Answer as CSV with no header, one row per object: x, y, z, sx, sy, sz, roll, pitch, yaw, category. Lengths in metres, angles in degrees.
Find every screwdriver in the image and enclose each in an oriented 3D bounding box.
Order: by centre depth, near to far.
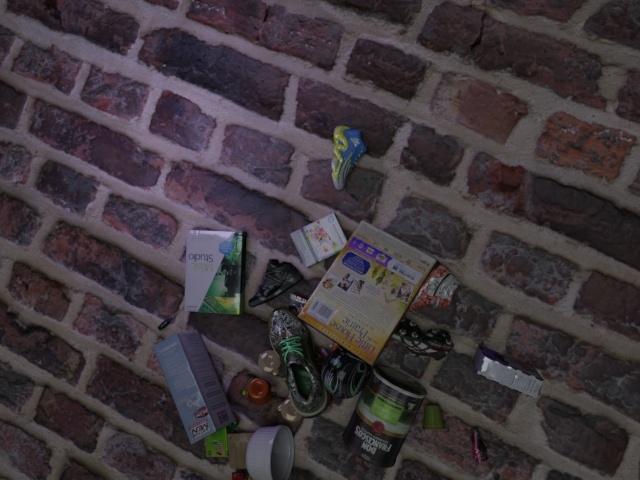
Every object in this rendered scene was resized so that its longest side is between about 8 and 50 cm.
-0.583,0.302,1.940,0.170,0.024,0.025,-38,54,7,screwdriver

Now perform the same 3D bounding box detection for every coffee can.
0.221,0.603,1.687,0.201,0.201,0.275,24,94,10,coffee can

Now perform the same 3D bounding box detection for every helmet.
0.082,0.464,1.684,0.169,0.169,0.161,27,88,10,helmet

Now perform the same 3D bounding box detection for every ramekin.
-0.185,0.779,1.772,0.109,0.207,0.207,-4,89,20,ramekin

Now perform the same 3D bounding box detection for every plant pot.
0.398,0.622,1.720,0.083,0.083,0.079,-5,76,11,plant pot

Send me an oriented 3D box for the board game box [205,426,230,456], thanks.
-0.401,0.743,1.891,0.092,0.043,0.181,-6,89,11,board game box

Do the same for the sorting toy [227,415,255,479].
-0.282,0.808,1.865,0.132,0.046,0.274,-6,88,11,sorting toy

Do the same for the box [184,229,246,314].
-0.408,0.121,1.887,0.232,0.058,0.322,1,91,12,box

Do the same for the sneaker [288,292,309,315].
-0.048,0.259,1.813,0.170,0.063,0.075,22,94,15,sneaker

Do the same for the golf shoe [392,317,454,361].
0.322,0.351,1.693,0.273,0.105,0.120,19,120,-3,golf shoe

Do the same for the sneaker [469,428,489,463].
0.561,0.717,1.704,0.057,0.047,0.119,-9,90,-8,sneaker

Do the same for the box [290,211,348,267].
0.000,0.000,1.816,0.186,0.038,0.145,-26,85,9,box

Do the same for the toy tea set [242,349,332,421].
-0.121,0.569,1.821,0.336,0.124,0.200,29,66,13,toy tea set

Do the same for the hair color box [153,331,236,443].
-0.465,0.534,1.805,0.113,0.185,0.374,-29,76,7,hair color box

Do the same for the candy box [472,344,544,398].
0.621,0.434,1.625,0.196,0.165,0.070,21,95,10,candy box

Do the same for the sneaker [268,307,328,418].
-0.082,0.413,1.721,0.158,0.182,0.410,-22,66,-7,sneaker

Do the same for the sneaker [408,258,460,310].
0.369,0.208,1.714,0.145,0.090,0.270,42,95,11,sneaker

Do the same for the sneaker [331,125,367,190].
0.107,-0.301,1.768,0.126,0.091,0.240,1,89,11,sneaker

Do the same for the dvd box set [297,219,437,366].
0.161,0.171,1.669,0.307,0.062,0.420,29,77,21,dvd box set

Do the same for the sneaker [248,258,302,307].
-0.192,0.154,1.831,0.227,0.087,0.130,-35,82,6,sneaker

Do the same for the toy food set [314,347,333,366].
-0.005,0.441,1.825,0.122,0.019,0.078,-1,90,12,toy food set

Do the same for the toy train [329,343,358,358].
0.081,0.453,1.791,0.125,0.046,0.166,15,90,4,toy train
